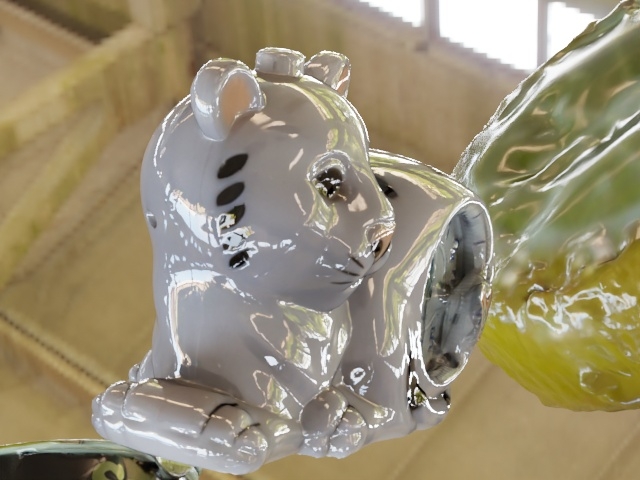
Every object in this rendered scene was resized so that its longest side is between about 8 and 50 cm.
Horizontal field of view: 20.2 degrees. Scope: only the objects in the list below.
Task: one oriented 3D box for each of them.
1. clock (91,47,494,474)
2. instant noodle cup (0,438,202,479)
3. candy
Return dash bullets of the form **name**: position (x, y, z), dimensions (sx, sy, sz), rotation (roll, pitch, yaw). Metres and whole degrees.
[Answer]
- **clock**: position (0.001, 0.000, 0.561), dimensions (0.080, 0.117, 0.176), rotation (13, -172, 25)
- **instant noodle cup**: position (-0.188, 0.282, 1.320), dimensions (0.215, 0.215, 0.236), rotation (-5, -112, 0)
- **candy**: position (0.175, -0.029, 0.920), dimensions (0.260, 0.118, 0.260), rotation (-35, -156, 19)
